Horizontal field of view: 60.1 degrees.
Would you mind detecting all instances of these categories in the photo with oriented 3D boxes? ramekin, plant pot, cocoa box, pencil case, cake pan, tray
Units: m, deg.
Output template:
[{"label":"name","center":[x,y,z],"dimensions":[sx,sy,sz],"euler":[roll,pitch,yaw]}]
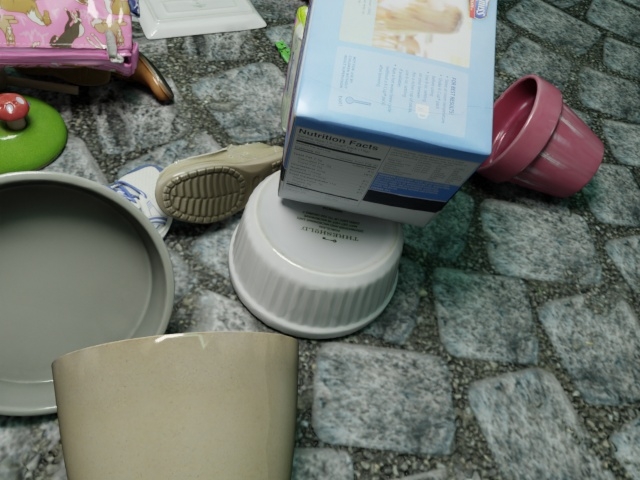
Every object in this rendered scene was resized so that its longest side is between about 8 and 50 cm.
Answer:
[{"label":"ramekin","center":[0.000,0.000,0.832],"dimensions":[0.273,0.127,0.272],"euler":[7,51,-8]},{"label":"plant pot","center":[-0.136,0.253,0.559],"dimensions":[0.257,0.256,0.273],"euler":[-2,70,-14]},{"label":"cocoa box","center":[0.086,-0.232,0.744],"dimensions":[0.232,0.228,0.346],"euler":[10,70,-5]},{"label":"pencil case","center":[-0.486,-0.334,0.863],"dimensions":[0.386,0.159,0.167],"euler":[-12,15,-33]},{"label":"cake pan","center":[-0.323,0.061,0.646],"dimensions":[0.294,0.292,0.054],"euler":[-15,21,-23]},{"label":"plant pot","center":[0.408,-0.176,1.029],"dimensions":[0.180,0.201,0.201],"euler":[27,51,-10]},{"label":"tray","center":[-0.268,-0.512,1.227],"dimensions":[0.271,0.030,0.145],"euler":[-16,57,-23]}]

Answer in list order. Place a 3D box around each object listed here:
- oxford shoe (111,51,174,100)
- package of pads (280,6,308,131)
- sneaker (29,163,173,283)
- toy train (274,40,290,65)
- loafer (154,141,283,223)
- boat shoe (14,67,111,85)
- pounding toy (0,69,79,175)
[{"label":"oxford shoe","center":[-0.358,-0.326,1.054],"dimensions":[0.076,0.076,0.212],"euler":[-45,72,-3]},{"label":"package of pads","center":[0.087,-0.301,1.017],"dimensions":[0.297,0.229,0.101],"euler":[2,53,-12]},{"label":"sneaker","center":[-0.299,-0.026,0.785],"dimensions":[0.112,0.130,0.296],"euler":[20,50,5]},{"label":"toy train","center":[-0.074,-0.402,1.194],"dimensions":[0.024,0.017,0.083],"euler":[-23,61,-15]},{"label":"loafer","center":[-0.152,-0.101,0.897],"dimensions":[0.269,0.101,0.092],"euler":[-17,37,-41]},{"label":"boat shoe","center":[-0.473,-0.329,1.022],"dimensions":[0.170,0.062,0.059],"euler":[8,28,-13]},{"label":"pounding toy","center":[-0.514,-0.223,0.901],"dimensions":[0.183,0.110,0.236],"euler":[5,53,-9]}]
